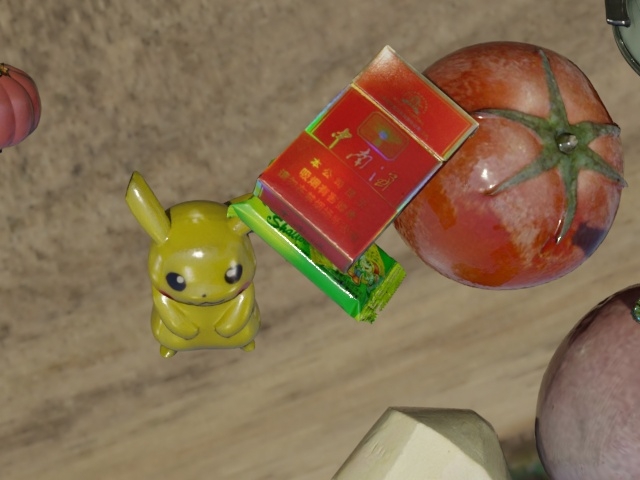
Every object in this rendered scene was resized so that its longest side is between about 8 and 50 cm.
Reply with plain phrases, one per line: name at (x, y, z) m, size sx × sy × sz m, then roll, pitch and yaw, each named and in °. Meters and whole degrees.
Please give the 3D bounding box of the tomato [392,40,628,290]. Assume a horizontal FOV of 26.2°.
tomato at (0.185, -0.076, 1.462) m, size 0.265 × 0.265 × 0.265 m, roll -19°, pitch 167°, yaw -5°

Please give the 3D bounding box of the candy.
candy at (0.001, -0.001, 1.333) m, size 0.032 × 0.178 × 0.102 m, roll -47°, pitch -178°, yaw 44°

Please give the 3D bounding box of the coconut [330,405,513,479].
coconut at (0.135, 0.306, 1.673) m, size 0.241 × 0.241 × 0.241 m, roll -19°, pitch 167°, yaw -5°

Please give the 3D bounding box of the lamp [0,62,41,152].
lamp at (-0.315, -0.126, 1.288) m, size 0.107 × 0.107 × 0.092 m, roll -13°, pitch 121°, yaw -29°

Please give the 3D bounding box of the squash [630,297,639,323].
squash at (0.310, 0.096, 1.021) m, size 0.052 × 0.183 × 0.052 m, roll -56°, pitch -174°, yaw 8°

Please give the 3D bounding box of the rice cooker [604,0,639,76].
rice cooker at (0.543, -0.327, 1.928) m, size 0.280 × 0.241 × 0.227 m, roll 2°, pitch 155°, yaw -7°

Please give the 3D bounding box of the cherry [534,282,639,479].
cherry at (0.304, 0.148, 1.301) m, size 0.206 × 0.239 × 0.239 m, roll -6°, pitch 168°, yaw 6°

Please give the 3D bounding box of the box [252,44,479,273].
box at (0.040, -0.071, 1.194) m, size 0.175 × 0.112 × 0.048 m, roll -48°, pitch 175°, yaw -18°

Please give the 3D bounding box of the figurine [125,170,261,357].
figurine at (-0.154, 0.037, 1.933) m, size 0.218 × 0.169 × 0.326 m, roll -6°, pitch 150°, yaw -8°
